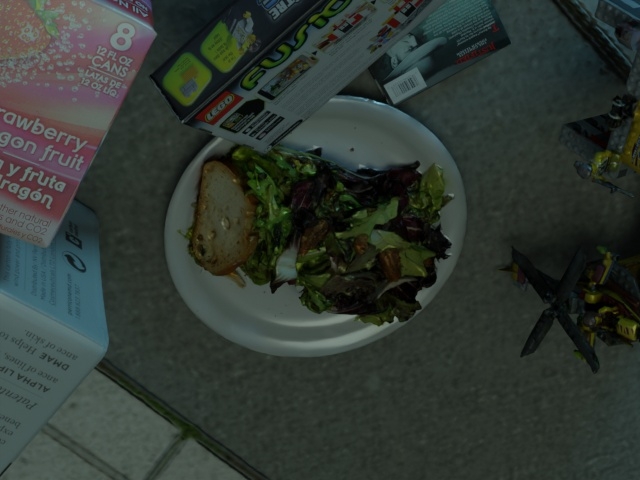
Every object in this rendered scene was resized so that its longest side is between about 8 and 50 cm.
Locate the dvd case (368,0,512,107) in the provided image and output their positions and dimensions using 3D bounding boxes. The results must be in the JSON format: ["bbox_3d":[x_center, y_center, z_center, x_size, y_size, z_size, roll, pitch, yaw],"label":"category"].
[{"bbox_3d":[0.054,-0.147,0.848,0.087,0.013,0.119,-29,121,7],"label":"dvd case"}]

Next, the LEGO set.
[{"bbox_3d":[0.245,-0.003,0.829,0.192,0.255,0.331,-16,140,-34],"label":"LEGO set"}]

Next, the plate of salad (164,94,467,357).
[{"bbox_3d":[0.000,0.000,0.908,0.200,0.048,0.199,-5,121,-8],"label":"plate of salad"}]

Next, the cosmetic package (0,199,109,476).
[{"bbox_3d":[-0.240,0.051,0.832,0.151,0.151,0.183,31,112,-26],"label":"cosmetic package"}]

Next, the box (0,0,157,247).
[{"bbox_3d":[-0.249,-0.134,0.715,0.300,0.154,0.142,22,115,-21],"label":"box"}]

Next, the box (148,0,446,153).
[{"bbox_3d":[0.014,-0.133,0.780,0.207,0.036,0.114,-39,162,13],"label":"box"}]
